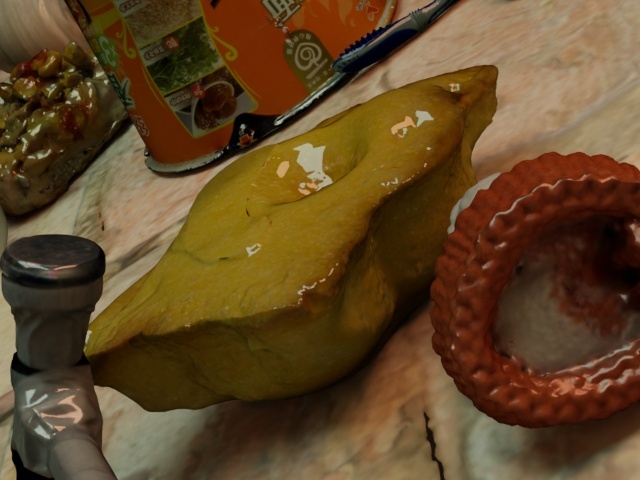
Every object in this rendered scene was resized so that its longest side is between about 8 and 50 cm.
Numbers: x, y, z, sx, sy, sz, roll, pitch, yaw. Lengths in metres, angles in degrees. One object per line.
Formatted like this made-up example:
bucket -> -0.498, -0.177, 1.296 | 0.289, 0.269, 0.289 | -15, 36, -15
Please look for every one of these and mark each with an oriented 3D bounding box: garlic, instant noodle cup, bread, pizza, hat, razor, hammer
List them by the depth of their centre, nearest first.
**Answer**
hammer -> -0.044, 0.129, 0.460 | 0.044, 0.152, 0.427 | -4, 19, -24
hat -> 0.089, 0.010, 0.564 | 0.112, 0.093, 0.162 | -25, 5, 0
bread -> 0.000, 0.000, 0.683 | 0.161, 0.088, 0.233 | -7, 33, 40
razor -> 0.070, -0.162, 0.962 | 0.154, 0.044, 0.028 | -43, 69, -10
instant noodle cup -> -0.083, -0.188, 1.031 | 0.230, 0.182, 0.230 | -29, 24, 14
pizza -> -0.212, -0.116, 1.214 | 0.288, 0.074, 0.251 | -30, 26, 19
garlic -> -0.271, -0.230, 1.376 | 0.229, 0.178, 0.142 | -13, 34, 49

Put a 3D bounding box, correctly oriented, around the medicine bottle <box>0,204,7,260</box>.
medicine bottle -> -0.342, 0.004, 1.134 | 0.217, 0.090, 0.090 | -10, 34, 46
